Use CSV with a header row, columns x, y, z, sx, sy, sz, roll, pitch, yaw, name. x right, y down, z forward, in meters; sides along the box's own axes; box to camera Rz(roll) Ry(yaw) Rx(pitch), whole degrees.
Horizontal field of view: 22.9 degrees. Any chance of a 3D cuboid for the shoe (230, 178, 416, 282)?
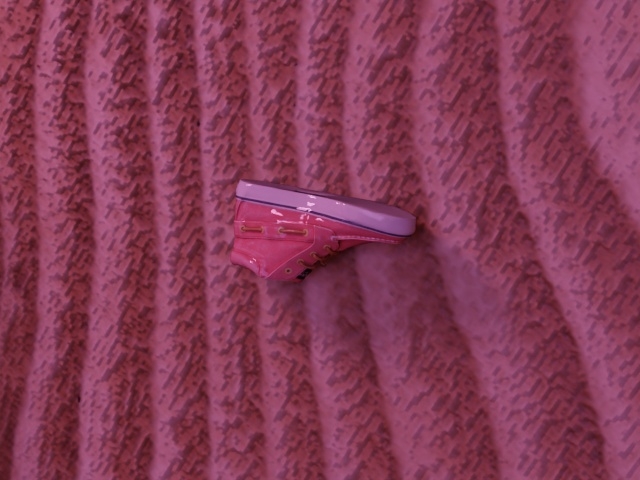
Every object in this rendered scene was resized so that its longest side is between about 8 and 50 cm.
x,y,z,sx,sy,sz,roll,pitch,yaw,name
0.000,0.000,1.381,0.178,0.063,0.081,12,98,29,shoe
